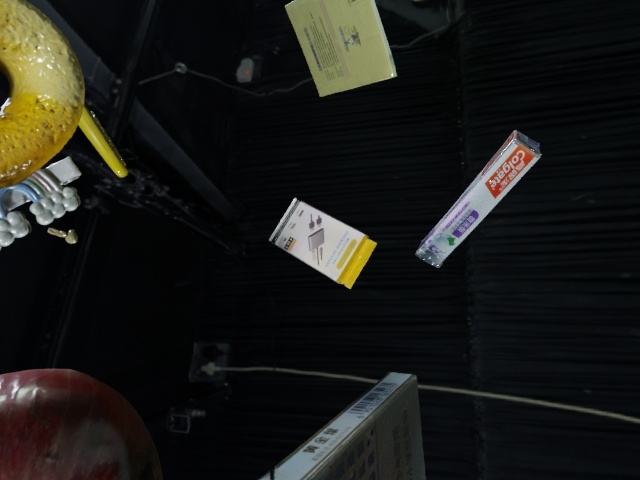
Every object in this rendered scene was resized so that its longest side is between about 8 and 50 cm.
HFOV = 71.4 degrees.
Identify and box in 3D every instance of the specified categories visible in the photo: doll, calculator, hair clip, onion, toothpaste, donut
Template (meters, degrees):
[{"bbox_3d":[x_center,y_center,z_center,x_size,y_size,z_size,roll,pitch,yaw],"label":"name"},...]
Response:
[{"bbox_3d":[-0.915,-0.016,1.584,0.093,0.062,0.051,5,-101,-39],"label":"doll"},{"bbox_3d":[-0.411,-0.214,0.780,0.146,0.032,0.234,35,155,56],"label":"calculator"},{"bbox_3d":[-0.549,-0.086,0.822,0.220,0.054,0.140,-43,-68,-37],"label":"hair clip"},{"bbox_3d":[-0.358,0.335,0.521,0.354,0.355,0.352,-1,-90,-75],"label":"onion"},{"bbox_3d":[0.194,-0.047,0.563,0.196,0.040,0.047,-57,-1,37],"label":"toothpaste"},{"bbox_3d":[-0.299,-0.130,0.386,0.190,0.075,0.174,-40,-57,-27],"label":"donut"}]

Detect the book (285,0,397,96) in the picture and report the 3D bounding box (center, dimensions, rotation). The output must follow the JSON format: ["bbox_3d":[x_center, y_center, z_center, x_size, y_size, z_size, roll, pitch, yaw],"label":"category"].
[{"bbox_3d":[0.029,-0.334,0.739,0.013,0.192,0.167,-39,-62,-29],"label":"book"}]

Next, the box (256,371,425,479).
[{"bbox_3d":[0.026,0.267,0.429,0.325,0.047,0.180,-9,-85,-57],"label":"box"}]

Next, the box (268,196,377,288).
[{"bbox_3d":[0.000,0.000,1.042,0.129,0.247,0.033,-59,-32,-4],"label":"box"}]
